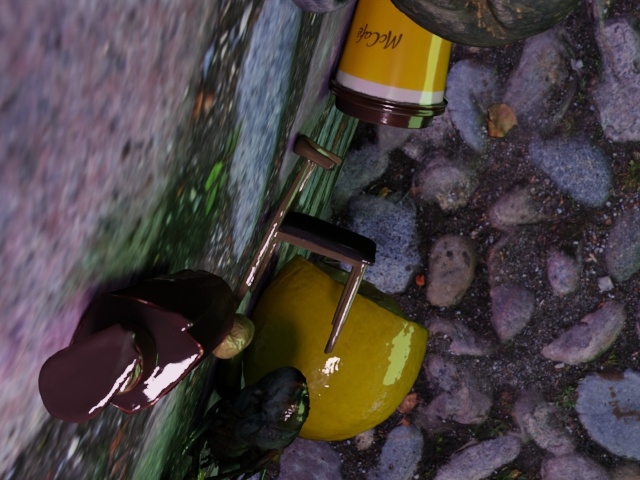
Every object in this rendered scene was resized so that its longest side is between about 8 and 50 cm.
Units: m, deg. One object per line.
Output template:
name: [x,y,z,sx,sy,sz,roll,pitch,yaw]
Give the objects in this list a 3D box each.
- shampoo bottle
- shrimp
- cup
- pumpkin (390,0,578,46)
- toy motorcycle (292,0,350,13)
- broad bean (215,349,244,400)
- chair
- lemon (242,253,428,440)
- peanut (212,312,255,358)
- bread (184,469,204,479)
shampoo bottle: [-0.097,0.056,0.406,0.068,0.067,0.236,-60,179,5]
shrimp: [-0.144,0.310,1.080,0.372,0.172,0.137,-50,-151,32]
cup: [0.126,-0.320,1.066,0.196,0.197,0.279,-65,168,-65]
pumpkin: [0.164,-0.341,0.648,0.291,0.258,0.327,-57,-173,11]
toy motorcycle: [0.039,-0.261,0.239,0.340,0.108,0.222,98,17,-48]
broad bean: [-0.144,0.211,1.086,0.297,0.043,0.060,106,-3,-59]
chair: [0.000,0.000,0.998,0.188,0.167,0.272,-58,169,-80]
lemon: [0.008,0.226,1.313,0.364,0.365,0.363,21,90,-88]
peanut: [-0.115,0.125,0.891,0.113,0.054,0.053,-29,140,-83]
bread: [-0.233,0.445,1.218,0.088,0.034,0.049,-73,168,-55]
